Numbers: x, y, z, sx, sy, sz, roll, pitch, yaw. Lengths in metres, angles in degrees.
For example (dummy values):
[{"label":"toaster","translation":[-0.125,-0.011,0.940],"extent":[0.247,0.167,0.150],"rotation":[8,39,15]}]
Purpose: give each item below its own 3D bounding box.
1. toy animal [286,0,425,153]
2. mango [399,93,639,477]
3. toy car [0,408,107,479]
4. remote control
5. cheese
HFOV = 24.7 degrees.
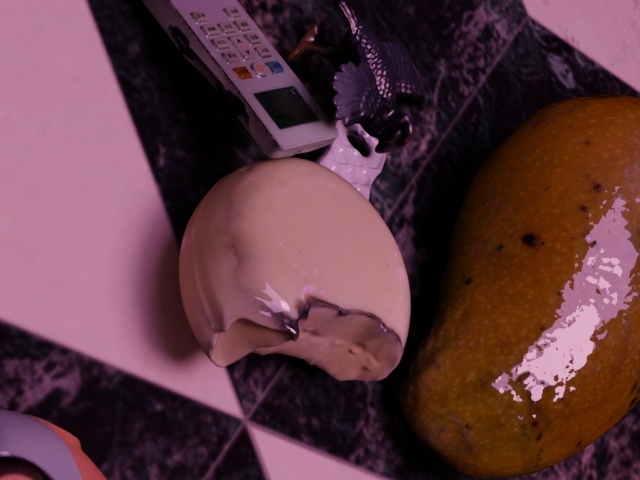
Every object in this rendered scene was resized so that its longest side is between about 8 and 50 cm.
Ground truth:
[{"label":"toy animal","translation":[0.031,-0.114,1.011],"extent":[0.108,0.062,0.220],"rotation":[49,20,9]},{"label":"mango","translation":[0.178,0.030,1.039],"extent":[0.177,0.175,0.329],"rotation":[14,52,13]},{"label":"toy car","translation":[-0.147,0.217,0.658],"extent":[0.212,0.181,0.270],"rotation":[28,52,-49]},{"label":"remote control","translation":[-0.058,-0.118,0.940],"extent":[0.065,0.029,0.166],"rotation":[-18,65,-51]},{"label":"cheese","translation":[-0.015,-0.014,0.940],"extent":[0.163,0.071,0.248],"rotation":[28,41,-31]}]
